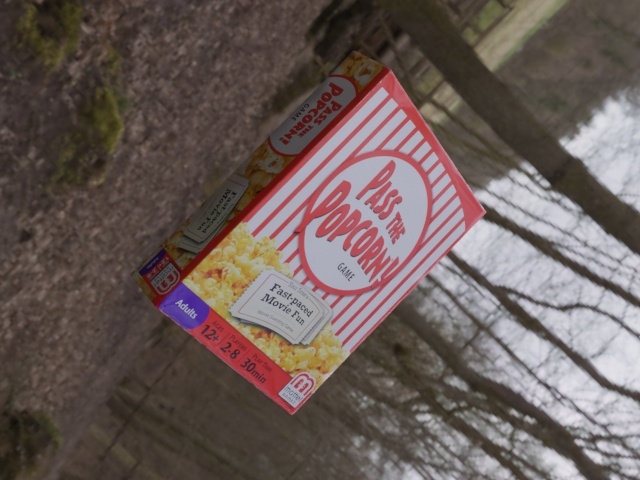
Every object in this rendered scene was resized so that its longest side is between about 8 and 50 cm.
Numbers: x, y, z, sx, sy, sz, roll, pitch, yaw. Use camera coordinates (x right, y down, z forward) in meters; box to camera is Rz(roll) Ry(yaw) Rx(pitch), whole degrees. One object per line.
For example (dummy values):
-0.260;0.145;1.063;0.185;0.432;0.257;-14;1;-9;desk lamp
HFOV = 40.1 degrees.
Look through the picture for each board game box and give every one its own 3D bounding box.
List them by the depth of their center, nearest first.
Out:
0.000;0.000;0.562;0.193;0.147;0.045;-46;-139;-3;board game box
